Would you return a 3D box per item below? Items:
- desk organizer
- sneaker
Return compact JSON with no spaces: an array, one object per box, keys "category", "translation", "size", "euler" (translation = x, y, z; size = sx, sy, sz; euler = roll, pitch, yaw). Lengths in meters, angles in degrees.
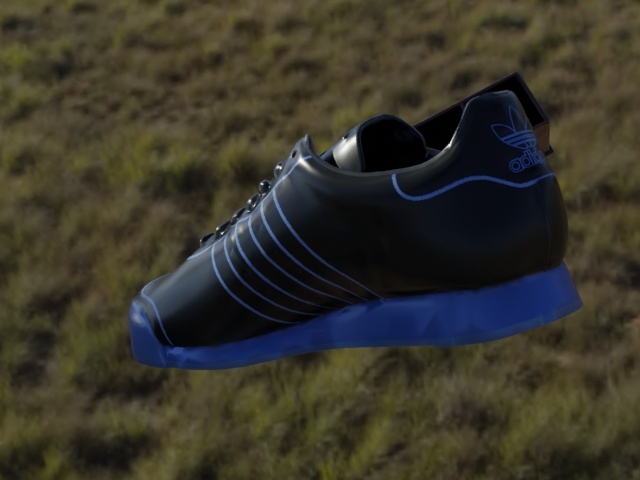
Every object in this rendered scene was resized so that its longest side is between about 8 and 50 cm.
[{"category":"desk organizer","translation":[0.086,-0.056,0.817],"size":[0.130,0.050,0.047],"euler":[-28,68,0]},{"category":"sneaker","translation":[0.000,0.000,0.520],"size":[0.232,0.090,0.081],"euler":[-10,4,39]}]
